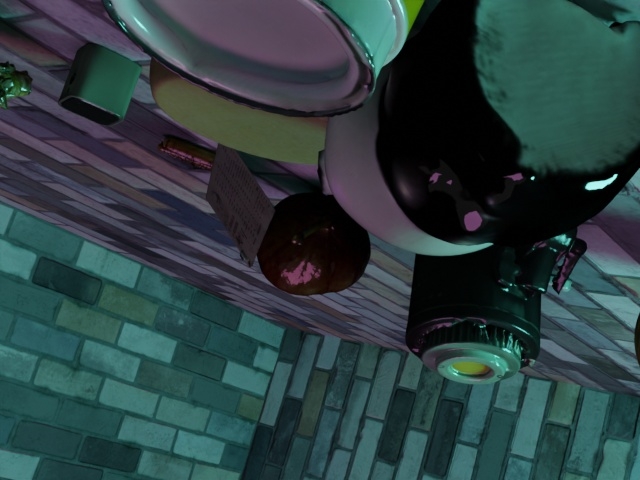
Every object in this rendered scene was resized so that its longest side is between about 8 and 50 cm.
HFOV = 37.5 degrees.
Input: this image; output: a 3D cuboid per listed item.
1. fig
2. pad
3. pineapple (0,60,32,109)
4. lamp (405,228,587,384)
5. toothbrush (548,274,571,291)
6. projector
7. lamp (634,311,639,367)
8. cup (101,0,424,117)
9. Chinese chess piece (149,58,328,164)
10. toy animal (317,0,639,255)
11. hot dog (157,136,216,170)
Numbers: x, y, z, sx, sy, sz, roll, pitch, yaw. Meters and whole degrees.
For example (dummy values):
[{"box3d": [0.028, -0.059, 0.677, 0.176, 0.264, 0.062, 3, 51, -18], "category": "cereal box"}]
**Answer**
[{"box3d": [-0.001, -0.012, 1.622, 0.204, 0.186, 0.249, 10, 151, -12], "category": "fig"}, {"box3d": [-0.142, -0.062, 1.586, 0.159, 0.009, 0.265, 56, 157, 12], "category": "pad"}, {"box3d": [-0.519, -0.281, 1.226, 0.286, 0.209, 0.344, -10, -149, -33], "category": "pineapple"}, {"box3d": [0.235, 0.086, 1.471, 0.205, 0.272, 0.374, 23, 167, -20], "category": "lamp"}, {"box3d": [0.300, 0.041, 1.769, 0.342, 0.025, 0.030, 15, 172, 11], "category": "toothbrush"}, {"box3d": [-0.307, -0.215, 1.310, 0.083, 0.082, 0.083, 24, 165, -28], "category": "projector"}, {"box3d": [0.581, 0.138, 1.358, 0.250, 0.250, 0.284, 14, -160, 13], "category": "lamp"}, {"box3d": [0.007, -0.211, 0.452, 0.196, 0.279, 0.196, 19, 163, 6], "category": "cup"}, {"box3d": [-0.067, -0.179, 1.101, 0.273, 0.102, 0.273, 14, 168, 3], "category": "Chinese chess piece"}, {"box3d": [0.131, -0.096, 0.882, 0.251, 0.250, 0.310, 20, 156, -16], "category": "toy animal"}, {"box3d": [-0.221, -0.145, 1.620, 0.122, 0.037, 0.049, 18, 165, -13], "category": "hot dog"}]
